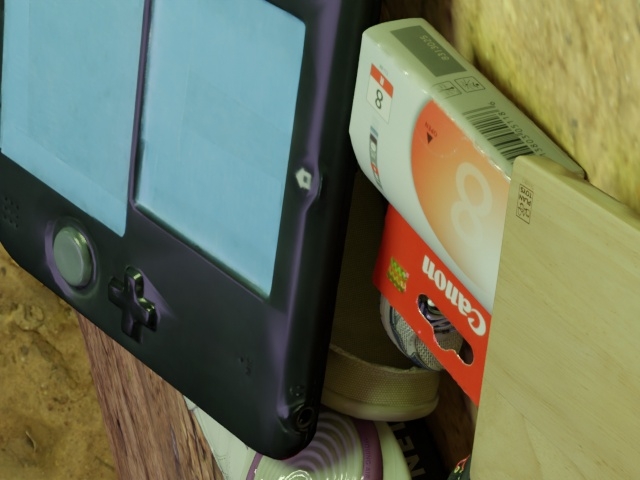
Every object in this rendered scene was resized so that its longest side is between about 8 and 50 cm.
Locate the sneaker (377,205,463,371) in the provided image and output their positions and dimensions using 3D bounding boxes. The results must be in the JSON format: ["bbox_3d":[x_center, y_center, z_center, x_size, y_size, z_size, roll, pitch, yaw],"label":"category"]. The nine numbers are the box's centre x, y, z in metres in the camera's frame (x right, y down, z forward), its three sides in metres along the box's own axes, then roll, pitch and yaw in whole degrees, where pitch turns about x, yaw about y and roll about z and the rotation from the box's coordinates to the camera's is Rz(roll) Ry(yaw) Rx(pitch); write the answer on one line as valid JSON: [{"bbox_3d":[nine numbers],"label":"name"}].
[{"bbox_3d":[0.066,0.027,1.013,0.058,0.052,0.135,-128,26,-48],"label":"sneaker"}]

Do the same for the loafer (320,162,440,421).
[{"bbox_3d":[0.000,0.000,1.133,0.268,0.102,0.092,58,140,36],"label":"loafer"}]

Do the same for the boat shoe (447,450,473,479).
[{"bbox_3d":[0.091,0.143,1.037,0.042,0.049,0.133,58,164,27],"label":"boat shoe"}]

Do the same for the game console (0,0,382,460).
[{"bbox_3d":[-0.099,-0.103,1.079,0.342,0.060,0.386,37,130,41],"label":"game console"}]

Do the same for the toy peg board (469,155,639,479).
[{"bbox_3d":[0.139,0.062,0.758,0.161,0.079,0.160,-136,50,-63],"label":"toy peg board"}]

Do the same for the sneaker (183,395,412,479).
[{"bbox_3d":[-0.004,0.142,1.168,0.305,0.114,0.152,58,-177,40],"label":"sneaker"}]

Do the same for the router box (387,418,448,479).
[{"bbox_3d":[0.038,0.147,1.253,0.133,0.046,0.179,97,154,-56],"label":"router box"}]

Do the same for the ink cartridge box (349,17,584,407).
[{"bbox_3d":[0.060,-0.002,0.921,0.145,0.045,0.179,50,141,40],"label":"ink cartridge box"}]
